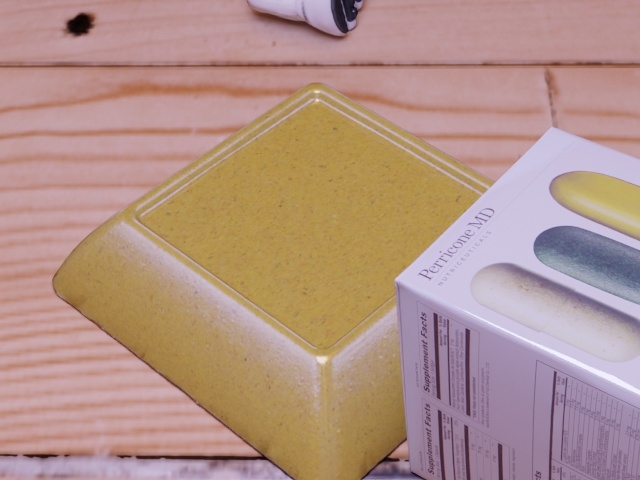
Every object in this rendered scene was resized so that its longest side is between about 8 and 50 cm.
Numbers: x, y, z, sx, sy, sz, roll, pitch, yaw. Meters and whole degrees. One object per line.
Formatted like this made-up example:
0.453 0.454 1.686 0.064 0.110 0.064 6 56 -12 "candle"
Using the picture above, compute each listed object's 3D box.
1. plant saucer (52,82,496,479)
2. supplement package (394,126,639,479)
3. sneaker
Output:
0.000 0.000 1.140 0.333 0.081 0.333 33 55 31 "plant saucer"
0.216 0.089 0.943 0.262 0.198 0.199 25 51 31 "supplement package"
0.010 -0.328 1.459 0.118 0.110 0.292 6 44 21 "sneaker"
